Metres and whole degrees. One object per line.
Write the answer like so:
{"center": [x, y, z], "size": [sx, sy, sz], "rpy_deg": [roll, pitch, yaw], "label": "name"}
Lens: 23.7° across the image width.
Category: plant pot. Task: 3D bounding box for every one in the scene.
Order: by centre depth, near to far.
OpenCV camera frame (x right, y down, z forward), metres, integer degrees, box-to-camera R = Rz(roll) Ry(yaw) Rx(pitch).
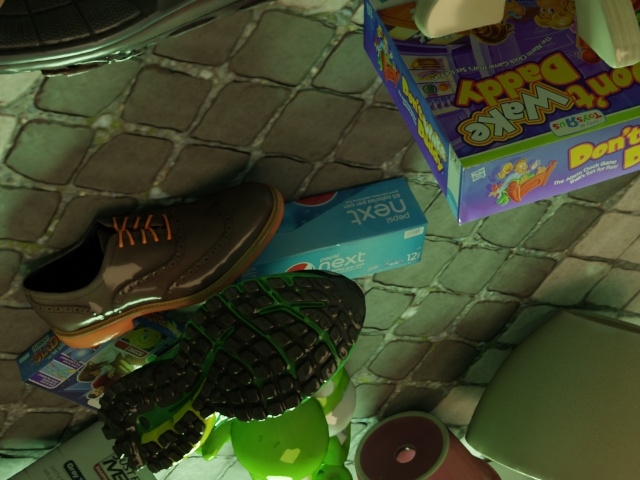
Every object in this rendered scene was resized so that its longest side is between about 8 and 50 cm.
{"center": [0.339, 0.193, 1.894], "size": [0.284, 0.284, 0.191], "rpy_deg": [9, 97, -38], "label": "plant pot"}
{"center": [0.133, 0.326, 1.983], "size": [0.201, 0.201, 0.180], "rpy_deg": [-26, 127, 1], "label": "plant pot"}

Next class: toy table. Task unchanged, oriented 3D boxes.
{"center": [0.201, -0.266, 1.249], "size": [0.274, 0.252, 0.161], "rpy_deg": [-8, 126, -3], "label": "toy table"}

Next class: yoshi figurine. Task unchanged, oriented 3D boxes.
{"center": [-0.041, 0.257, 1.787], "size": [0.203, 0.203, 0.362], "rpy_deg": [-10, 139, -9], "label": "yoshi figurine"}

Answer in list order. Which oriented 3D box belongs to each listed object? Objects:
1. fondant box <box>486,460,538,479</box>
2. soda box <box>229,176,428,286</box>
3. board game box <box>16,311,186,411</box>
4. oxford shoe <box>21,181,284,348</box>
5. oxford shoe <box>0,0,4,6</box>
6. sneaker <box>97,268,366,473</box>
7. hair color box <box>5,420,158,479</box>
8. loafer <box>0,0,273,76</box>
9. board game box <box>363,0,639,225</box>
{"center": [0.286, 0.499, 2.228], "size": [0.096, 0.238, 0.330], "rpy_deg": [-13, 142, -17], "label": "fondant box"}
{"center": [0.000, 0.000, 1.585], "size": [0.210, 0.071, 0.067], "rpy_deg": [-13, 143, -16], "label": "soda box"}
{"center": [-0.210, 0.133, 1.661], "size": [0.136, 0.035, 0.201], "rpy_deg": [-37, 142, 16], "label": "board game box"}
{"center": [-0.163, 0.012, 1.492], "size": [0.271, 0.097, 0.098], "rpy_deg": [-30, 138, 7], "label": "oxford shoe"}
{"center": [-0.284, -0.203, 1.088], "size": [0.130, 0.123, 0.348], "rpy_deg": [18, 103, -20], "label": "oxford shoe"}
{"center": [-0.082, 0.110, 1.547], "size": [0.343, 0.134, 0.146], "rpy_deg": [-30, -174, 38], "label": "sneaker"}
{"center": [-0.328, 0.366, 1.698], "size": [0.347, 0.174, 0.105], "rpy_deg": [-33, 146, -14], "label": "hair color box"}
{"center": [-0.148, -0.189, 1.243], "size": [0.302, 0.109, 0.095], "rpy_deg": [-22, 148, -8], "label": "loafer"}
{"center": [0.241, -0.169, 1.379], "size": [0.347, 0.233, 0.078], "rpy_deg": [-17, 144, -11], "label": "board game box"}
